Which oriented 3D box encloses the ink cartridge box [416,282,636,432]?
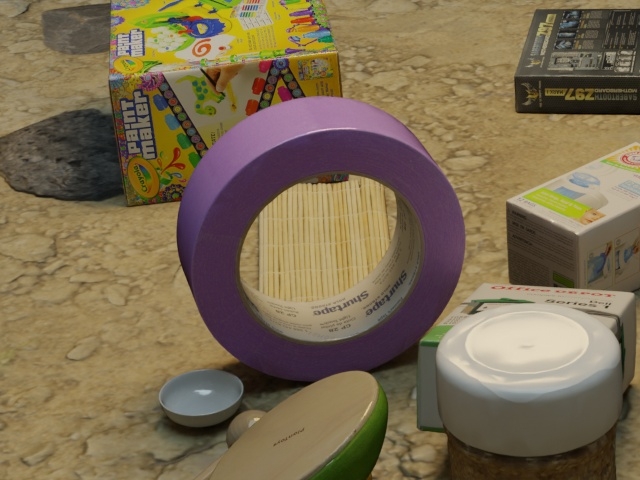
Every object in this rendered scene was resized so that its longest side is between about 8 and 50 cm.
[{"bbox_3d":[0.196,0.110,1.673,0.160,0.092,0.219,4,14,19],"label":"ink cartridge box"}]

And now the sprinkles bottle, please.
[{"bbox_3d":[0.149,0.222,1.243,0.121,0.355,0.121,-5,27,2],"label":"sprinkles bottle"}]

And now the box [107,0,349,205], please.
[{"bbox_3d":[-0.121,-0.199,2.287,0.279,0.177,0.290,-6,28,-2],"label":"box"}]

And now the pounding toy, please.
[{"bbox_3d":[-0.014,0.219,1.585,0.237,0.110,0.183,-19,23,47],"label":"pounding toy"}]

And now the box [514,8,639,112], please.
[{"bbox_3d":[0.363,-0.242,2.408,0.183,0.059,0.232,2,29,13],"label":"box"}]

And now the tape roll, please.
[{"bbox_3d":[0.000,0.000,1.780,0.275,0.274,0.090,-11,27,-10],"label":"tape roll"}]

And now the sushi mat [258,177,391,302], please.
[{"bbox_3d":[0.005,0.003,2.051,0.151,0.019,0.316,-6,28,1],"label":"sushi mat"}]

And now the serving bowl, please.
[{"bbox_3d":[-0.115,0.159,1.764,0.083,0.027,0.083,-5,27,3],"label":"serving bowl"}]

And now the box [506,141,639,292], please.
[{"bbox_3d":[0.310,-0.015,1.936,0.203,0.103,0.114,-23,33,-30],"label":"box"}]
